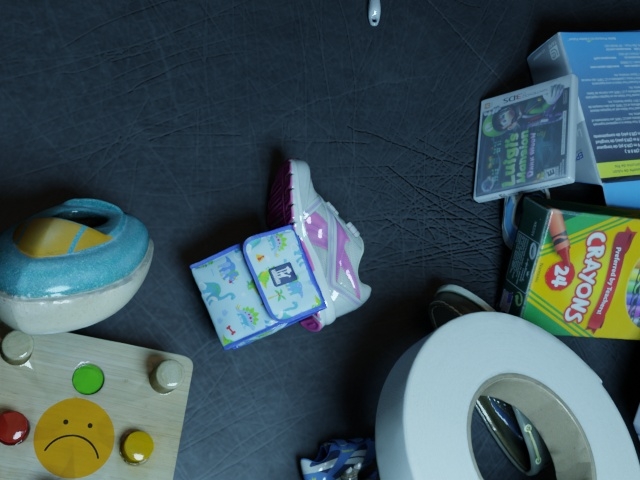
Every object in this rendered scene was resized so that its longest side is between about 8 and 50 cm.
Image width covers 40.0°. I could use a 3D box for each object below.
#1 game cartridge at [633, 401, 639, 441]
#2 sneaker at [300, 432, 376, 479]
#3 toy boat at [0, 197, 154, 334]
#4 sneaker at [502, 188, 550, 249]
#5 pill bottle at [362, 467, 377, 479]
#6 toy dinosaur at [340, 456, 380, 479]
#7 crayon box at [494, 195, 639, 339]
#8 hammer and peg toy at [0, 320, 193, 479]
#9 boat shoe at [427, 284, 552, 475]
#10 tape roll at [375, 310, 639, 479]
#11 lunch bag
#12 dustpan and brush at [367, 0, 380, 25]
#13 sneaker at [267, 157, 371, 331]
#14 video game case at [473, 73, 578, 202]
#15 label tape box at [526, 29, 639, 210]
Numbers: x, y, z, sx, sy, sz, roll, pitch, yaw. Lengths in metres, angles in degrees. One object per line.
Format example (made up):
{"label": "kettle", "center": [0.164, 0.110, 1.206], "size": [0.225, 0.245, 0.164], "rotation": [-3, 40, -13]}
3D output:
{"label": "game cartridge", "center": [0.589, 0.193, 1.390], "size": [0.355, 0.068, 0.230], "rotation": [-61, 142, -25]}
{"label": "sneaker", "center": [0.035, 0.295, 1.213], "size": [0.144, 0.053, 0.059], "rotation": [-27, 82, -27]}
{"label": "toy boat", "center": [-0.370, 0.005, 1.064], "size": [0.318, 0.267, 0.148], "rotation": [7, 110, 1]}
{"label": "sneaker", "center": [0.342, -0.096, 1.445], "size": [0.085, 0.086, 0.237], "rotation": [9, 68, -16]}
{"label": "pill bottle", "center": [0.055, 0.376, 1.179], "size": [0.137, 0.078, 0.078], "rotation": [-37, 88, -28]}
{"label": "toy dinosaur", "center": [0.081, 0.351, 1.087], "size": [0.313, 0.121, 0.160], "rotation": [-23, 70, -31]}
{"label": "crayon box", "center": [0.453, 0.049, 1.386], "size": [0.319, 0.081, 0.202], "rotation": [4, 107, -19]}
{"label": "hammer and peg toy", "center": [-0.349, 0.235, 1.044], "size": [0.361, 0.127, 0.266], "rotation": [13, 70, -17]}
{"label": "boat shoe", "center": [0.253, 0.205, 1.296], "size": [0.091, 0.109, 0.305], "rotation": [-37, 92, -32]}
{"label": "tape roll", "center": [0.249, 0.278, 1.116], "size": [0.392, 0.072, 0.392], "rotation": [17, 54, -24]}
{"label": "lunch bag", "center": [-0.082, 0.064, 1.195], "size": [0.151, 0.096, 0.128], "rotation": [-23, 83, 2]}
{"label": "dustpan and brush", "center": [0.094, -0.465, 1.495], "size": [0.147, 0.060, 0.211], "rotation": [4, 64, -8]}
{"label": "sneaker", "center": [0.000, 0.000, 1.278], "size": [0.111, 0.103, 0.252], "rotation": [-12, 85, -25]}
{"label": "video game case", "center": [0.330, -0.164, 1.419], "size": [0.022, 0.173, 0.190], "rotation": [29, 61, -41]}
{"label": "label tape box", "center": [0.528, -0.188, 1.534], "size": [0.249, 0.115, 0.347], "rotation": [-6, 78, -22]}
